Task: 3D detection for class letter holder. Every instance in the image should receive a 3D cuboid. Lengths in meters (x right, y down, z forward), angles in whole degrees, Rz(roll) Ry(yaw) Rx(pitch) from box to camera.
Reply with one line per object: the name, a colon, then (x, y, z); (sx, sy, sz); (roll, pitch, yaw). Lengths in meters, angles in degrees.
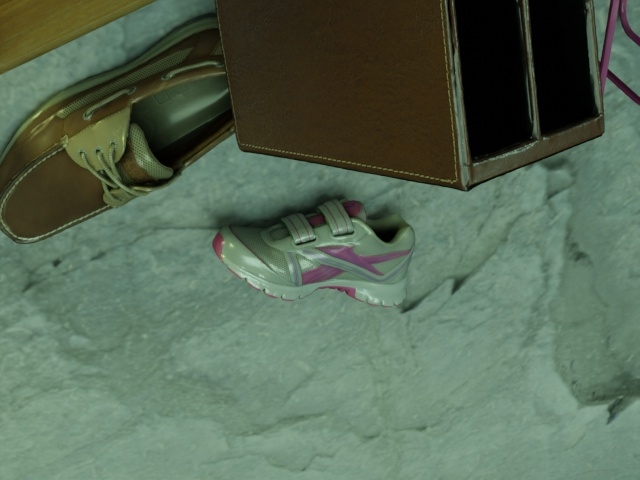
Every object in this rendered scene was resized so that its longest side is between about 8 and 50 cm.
letter holder: (0.053, -0.179, 0.769); (0.152, 0.302, 0.214); (-21, 111, -31)

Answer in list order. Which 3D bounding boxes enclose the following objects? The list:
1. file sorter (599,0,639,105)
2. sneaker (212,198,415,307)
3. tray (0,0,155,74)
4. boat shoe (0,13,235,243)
file sorter: (0.235, -0.233, 0.938); (0.291, 0.202, 0.182); (-10, 129, -12)
sneaker: (0.000, 0.000, 1.085); (0.252, 0.103, 0.111); (5, 117, -30)
tray: (-0.274, -0.251, 0.666); (0.203, 0.076, 0.411); (-22, 164, 11)
boat shoe: (-0.191, -0.099, 0.931); (0.324, 0.116, 0.123); (-37, 127, 7)
